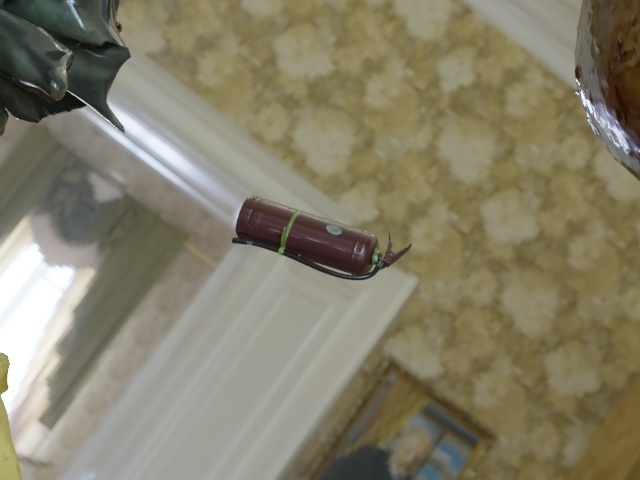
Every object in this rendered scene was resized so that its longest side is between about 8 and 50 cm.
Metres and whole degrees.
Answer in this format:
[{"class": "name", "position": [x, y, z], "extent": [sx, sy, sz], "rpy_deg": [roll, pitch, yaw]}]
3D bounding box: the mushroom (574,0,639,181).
[{"class": "mushroom", "position": [0.344, -0.141, 1.006], "extent": [0.331, 0.334, 0.356], "rpy_deg": [-16, -52, 35]}]

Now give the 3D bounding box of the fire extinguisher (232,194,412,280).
[{"class": "fire extinguisher", "position": [0.000, 0.000, 1.155], "extent": [0.132, 0.056, 0.039], "rpy_deg": [18, -40, 17]}]

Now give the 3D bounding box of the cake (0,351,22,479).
[{"class": "cake", "position": [-0.234, 0.103, 0.430], "extent": [0.222, 0.227, 0.286], "rpy_deg": [60, -43, 21]}]

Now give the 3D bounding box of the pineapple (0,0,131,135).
[{"class": "pineapple", "position": [-0.169, -0.077, 0.380], "extent": [0.248, 0.128, 0.128], "rpy_deg": [3, -19, 9]}]
